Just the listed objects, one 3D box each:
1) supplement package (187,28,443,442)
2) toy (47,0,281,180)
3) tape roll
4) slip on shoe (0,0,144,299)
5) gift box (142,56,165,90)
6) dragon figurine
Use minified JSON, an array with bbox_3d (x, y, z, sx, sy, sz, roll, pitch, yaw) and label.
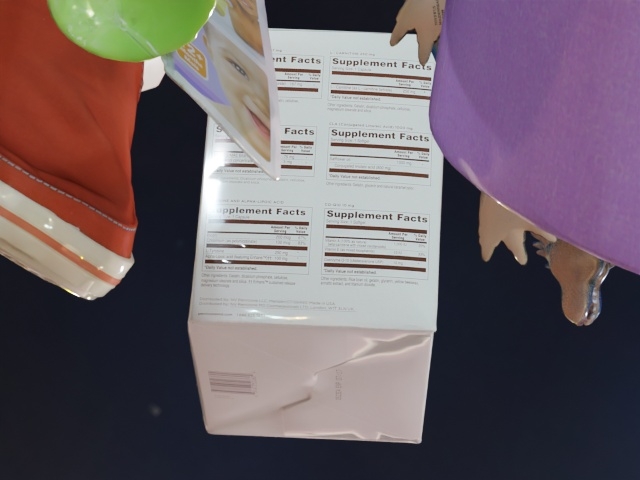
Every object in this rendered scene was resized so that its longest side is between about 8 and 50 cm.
[{"bbox_3d":[0.000,0.000,1.228,0.149,0.203,0.194,3,-26,1],"label":"supplement package"},{"bbox_3d":[-0.048,-0.137,0.559,0.056,0.237,0.137,-33,-55,22],"label":"toy"},{"bbox_3d":[0.172,-0.054,0.534,0.275,0.275,0.090,24,-64,36],"label":"tape roll"},{"bbox_3d":[-0.127,-0.095,0.866,0.123,0.101,0.331,33,24,-28],"label":"slip on shoe"},{"bbox_3d":[-0.183,-0.240,1.284,0.258,0.255,0.276,38,-59,12],"label":"gift box"},{"bbox_3d":[0.085,-0.079,0.784,0.144,0.085,0.289,-62,129,-74],"label":"dragon figurine"}]
